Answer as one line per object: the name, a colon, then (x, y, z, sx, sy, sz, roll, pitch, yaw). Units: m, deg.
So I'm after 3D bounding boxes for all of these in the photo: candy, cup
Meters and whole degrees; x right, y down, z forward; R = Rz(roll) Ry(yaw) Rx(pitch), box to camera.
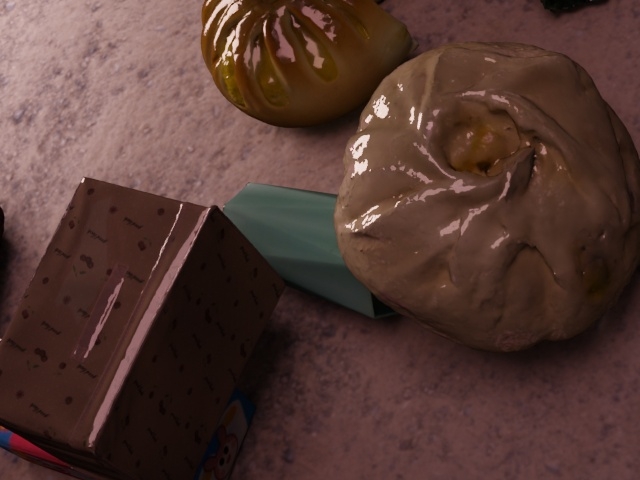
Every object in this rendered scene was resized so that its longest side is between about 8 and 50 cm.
candy: (-0.246, 0.223, 1.751, 0.306, 0.100, 0.157, 10, 69, 29)
cup: (0.000, 0.000, 1.737, 0.236, 0.148, 0.134, 16, 99, 34)

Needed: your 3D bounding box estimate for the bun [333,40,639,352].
bun: (0.201, -0.062, 1.552, 0.365, 0.219, 0.365, 3, 75, -11)

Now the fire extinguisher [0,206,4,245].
fire extinguisher: (-0.510, 0.024, 1.969, 0.138, 0.102, 0.344, -11, 62, 22)

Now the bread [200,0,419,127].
bread: (-0.025, -0.311, 1.879, 0.333, 0.160, 0.333, -12, 60, 21)

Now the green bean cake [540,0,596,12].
green bean cake: (0.267, -0.388, 1.817, 0.193, 0.107, 0.208, -14, 62, 17)

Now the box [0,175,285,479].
box: (-0.209, 0.114, 1.596, 0.190, 0.225, 0.297, 16, 71, 29)
